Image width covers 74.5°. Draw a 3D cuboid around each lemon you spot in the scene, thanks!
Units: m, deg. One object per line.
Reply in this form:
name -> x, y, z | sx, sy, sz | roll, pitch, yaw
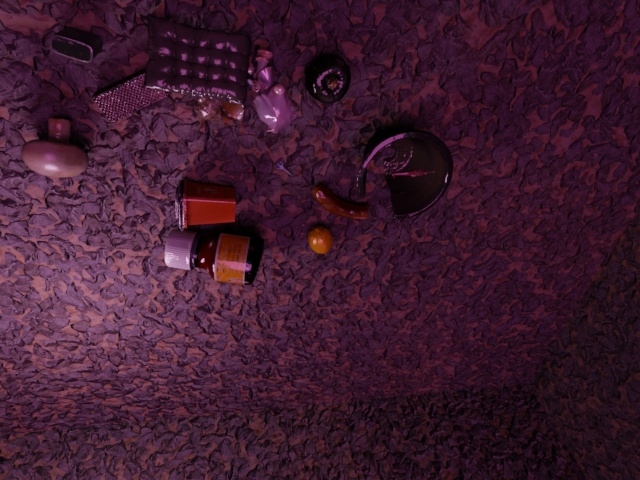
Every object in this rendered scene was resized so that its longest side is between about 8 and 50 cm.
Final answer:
lemon -> 0.000, 0.000, 1.949 | 0.114, 0.114, 0.155 | -13, 130, 0

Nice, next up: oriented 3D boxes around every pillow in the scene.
pillow -> -0.395, -0.580, 1.361 | 0.327, 0.101, 0.228 | 6, 99, -8

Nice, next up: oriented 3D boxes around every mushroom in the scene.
mushroom -> -0.944, -0.317, 1.484 | 0.207, 0.206, 0.209 | -19, 107, 4

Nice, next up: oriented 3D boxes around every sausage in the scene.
sausage -> 0.089, -0.159, 1.866 | 0.302, 0.076, 0.102 | 19, 114, -25

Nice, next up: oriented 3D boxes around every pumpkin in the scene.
pumpkin -> 0.027, -0.575, 1.500 | 0.167, 0.125, 0.167 | 1, 114, 3

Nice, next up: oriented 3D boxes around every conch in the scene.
conch -> -0.353, -0.474, 1.501 | 0.155, 0.130, 0.207 | -9, 152, 29

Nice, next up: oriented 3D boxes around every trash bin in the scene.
trash bin -> -0.758, -0.613, 1.314 | 0.116, 0.130, 0.059 | 13, 124, -20
trash bin -> -0.467, -0.138, 1.726 | 0.239, 0.161, 0.184 | 2, 127, -17

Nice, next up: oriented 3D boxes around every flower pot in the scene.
flower pot -> 0.313, -0.308, 1.681 | 0.380, 0.251, 0.379 | -4, 126, -5

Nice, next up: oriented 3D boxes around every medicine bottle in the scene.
medicine bottle -> -0.463, 0.056, 1.842 | 0.395, 0.242, 0.242 | 10, 126, 0

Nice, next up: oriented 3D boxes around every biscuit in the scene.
biscuit -> -0.646, -0.510, 1.456 | 0.252, 0.070, 0.106 | -21, 129, 5

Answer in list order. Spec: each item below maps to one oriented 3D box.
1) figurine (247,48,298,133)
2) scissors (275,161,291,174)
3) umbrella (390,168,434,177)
figurine -> -0.182, -0.518, 1.472 | 0.133, 0.200, 0.275 | -27, 101, -10
scissors -> -0.150, -0.297, 1.756 | 0.083, 0.006, 0.036 | 35, 113, -31
umbrella -> 0.341, -0.251, 1.561 | 0.165, 0.025, 0.027 | -3, 145, -5
